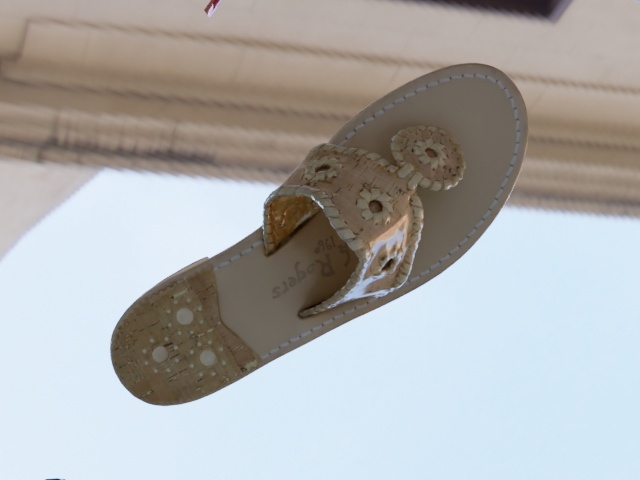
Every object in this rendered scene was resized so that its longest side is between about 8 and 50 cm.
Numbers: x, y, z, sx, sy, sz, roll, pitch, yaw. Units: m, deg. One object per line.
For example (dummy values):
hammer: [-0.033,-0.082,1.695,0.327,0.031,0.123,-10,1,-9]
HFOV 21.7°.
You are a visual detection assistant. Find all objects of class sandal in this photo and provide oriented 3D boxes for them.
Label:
sandal: [0.004,0.005,0.786,0.240,0.079,0.088,-35,-84,3]

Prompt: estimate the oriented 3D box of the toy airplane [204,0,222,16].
toy airplane: [0.002,-0.146,0.636,0.028,0.151,0.151,40,-122,-24]

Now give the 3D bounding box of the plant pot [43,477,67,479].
plant pot: [-0.163,0.150,0.297,0.212,0.236,0.236,25,-146,-19]

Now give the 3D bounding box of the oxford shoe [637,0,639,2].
oxford shoe: [0.146,-0.268,0.743,0.123,0.130,0.348,-9,-108,-8]
